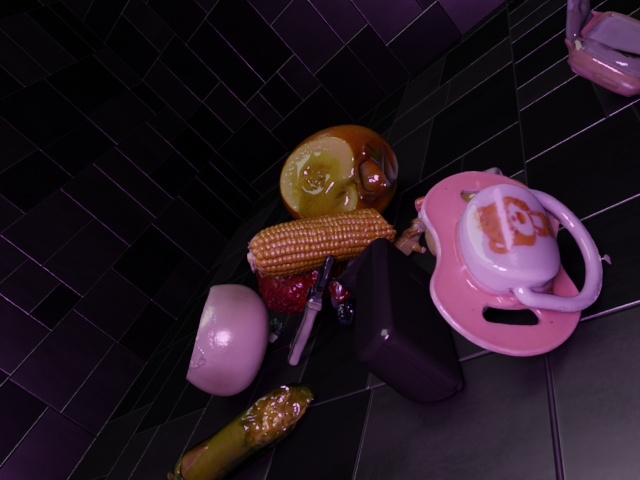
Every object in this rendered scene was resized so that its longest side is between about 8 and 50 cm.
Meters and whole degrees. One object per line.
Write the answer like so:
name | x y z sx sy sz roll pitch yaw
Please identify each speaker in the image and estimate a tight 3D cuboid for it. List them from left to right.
speaker | 0.127 0.157 0.914 0.184 0.180 0.388 -46 15 23

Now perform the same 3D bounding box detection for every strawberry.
strawberry | -0.062 0.110 1.359 0.274 0.221 0.274 -4 35 3

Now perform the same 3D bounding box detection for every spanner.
spanner | -0.026 0.179 1.189 0.096 0.040 0.325 -91 19 -66

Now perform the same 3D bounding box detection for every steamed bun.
steamed bun | -0.258 0.289 1.346 0.324 0.206 0.325 -165 90 -80

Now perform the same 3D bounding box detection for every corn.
corn | 0.000 0.000 1.199 0.387 0.144 0.144 -16 16 -8

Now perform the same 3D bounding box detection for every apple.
apple | 0.070 -0.192 1.504 0.384 0.374 0.374 -50 17 -30

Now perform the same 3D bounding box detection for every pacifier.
pacifier | 0.280 0.033 0.750 0.273 0.220 0.332 -31 46 40

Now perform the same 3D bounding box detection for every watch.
watch | 0.616 -0.444 0.902 0.162 0.253 0.241 -49 -20 -11

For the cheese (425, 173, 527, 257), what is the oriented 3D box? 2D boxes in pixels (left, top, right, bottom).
cheese | 0.334 -0.037 0.971 0.226 0.117 0.214 -50 21 5

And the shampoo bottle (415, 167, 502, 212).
shampoo bottle | 0.343 -0.118 1.159 0.220 0.051 0.108 -18 26 39

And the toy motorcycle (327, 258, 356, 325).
toy motorcycle | 0.073 0.114 1.199 0.082 0.122 0.213 -1 37 21

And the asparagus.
asparagus | -0.177 0.449 1.037 0.382 0.128 0.108 -40 55 13

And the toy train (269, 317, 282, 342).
toy train | -0.148 0.284 1.465 0.053 0.033 0.083 -46 17 10

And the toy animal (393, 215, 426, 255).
toy animal | 0.215 0.027 1.191 0.241 0.057 0.099 -49 11 -5
